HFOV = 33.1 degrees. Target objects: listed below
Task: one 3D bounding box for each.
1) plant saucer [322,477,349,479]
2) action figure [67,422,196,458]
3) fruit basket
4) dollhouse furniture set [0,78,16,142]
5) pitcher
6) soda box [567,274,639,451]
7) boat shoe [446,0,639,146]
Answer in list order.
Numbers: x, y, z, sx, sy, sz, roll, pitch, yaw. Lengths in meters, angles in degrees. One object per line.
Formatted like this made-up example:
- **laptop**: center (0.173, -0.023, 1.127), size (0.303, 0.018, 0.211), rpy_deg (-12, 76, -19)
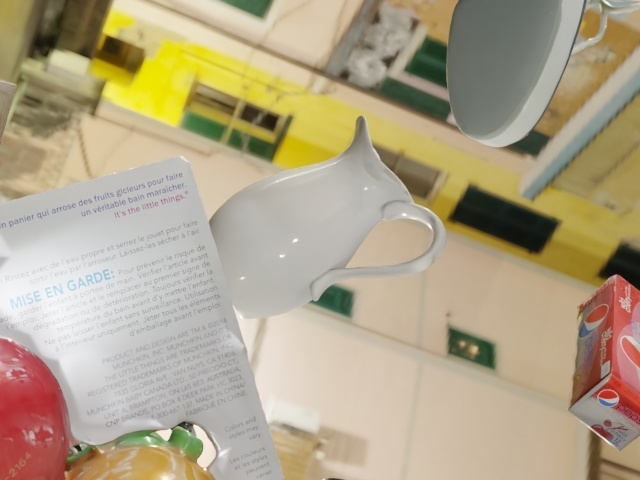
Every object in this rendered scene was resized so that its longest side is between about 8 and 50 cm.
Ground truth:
- **plant saucer**: center (0.075, 0.378, 1.382), size (0.036, 0.198, 0.198), rpy_deg (-53, -177, -28)
- **action figure**: center (-0.199, 0.212, 1.067), size (0.164, 0.275, 0.141), rpy_deg (-36, 147, -35)
- **fruit basket**: center (-0.182, 0.161, 0.632), size (0.165, 0.326, 0.353), rpy_deg (-20, -91, 70)
- **dollhouse furniture set**: center (-0.339, -0.065, 0.927), size (0.129, 0.129, 0.184), rpy_deg (0, 110, -65)
- **pitcher**: center (0.000, 0.000, 1.024), size (0.207, 0.125, 0.178), rpy_deg (-34, -128, -5)
- **soda box**: center (0.393, 0.153, 1.422), size (0.083, 0.092, 0.263), rpy_deg (-50, -175, 31)
- **boat shoe**: center (0.229, -0.260, 1.001), size (0.135, 0.156, 0.367), rpy_deg (13, -87, 50)
